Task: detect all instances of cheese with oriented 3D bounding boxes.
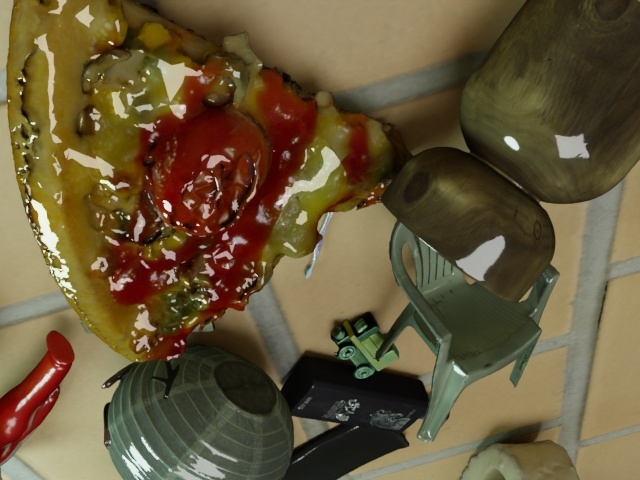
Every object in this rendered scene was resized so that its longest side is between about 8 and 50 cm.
[{"bbox_3d":[0.413,0.570,1.159,0.153,0.292,0.332,-2,125,-11],"label":"cheese"}]

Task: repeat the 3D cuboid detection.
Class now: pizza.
[{"bbox_3d":[-0.069,-0.061,0.576,0.406,0.130,0.440,-15,133,-18],"label":"pizza"}]

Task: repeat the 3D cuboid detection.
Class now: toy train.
[{"bbox_3d":[0.067,0.164,0.889,0.081,0.050,0.122,-30,130,7],"label":"toy train"}]

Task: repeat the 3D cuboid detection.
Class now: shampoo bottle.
[{"bbox_3d":[0.091,0.267,0.971,0.309,0.071,0.098,17,122,-28],"label":"shampoo bottle"}]

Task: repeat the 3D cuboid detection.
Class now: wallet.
[{"bbox_3d":[0.021,0.420,1.113,0.285,0.030,0.146,-34,126,15],"label":"wallet"}]

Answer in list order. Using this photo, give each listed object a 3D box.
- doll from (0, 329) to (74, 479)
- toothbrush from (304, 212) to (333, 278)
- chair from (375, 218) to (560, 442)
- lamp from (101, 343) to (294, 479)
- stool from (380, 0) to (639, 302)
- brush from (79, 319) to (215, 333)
[{"bbox_3d":[-0.458,0.268,0.800,0.188,0.099,0.384,-19,152,-51],"label":"doll"},{"bbox_3d":[0.000,0.000,0.755,0.011,0.013,0.131,0,130,-27],"label":"toothbrush"},{"bbox_3d":[0.177,0.090,0.762,0.203,0.190,0.275,-20,141,-27],"label":"chair"},{"bbox_3d":[-0.168,0.262,0.797,0.265,0.233,0.233,26,121,-40],"label":"lamp"},{"bbox_3d":[0.207,-0.095,0.574,0.179,0.179,0.264,27,106,-31],"label":"stool"},{"bbox_3d":[-0.232,0.106,0.785,0.178,0.030,0.033,-1,138,2],"label":"brush"}]
